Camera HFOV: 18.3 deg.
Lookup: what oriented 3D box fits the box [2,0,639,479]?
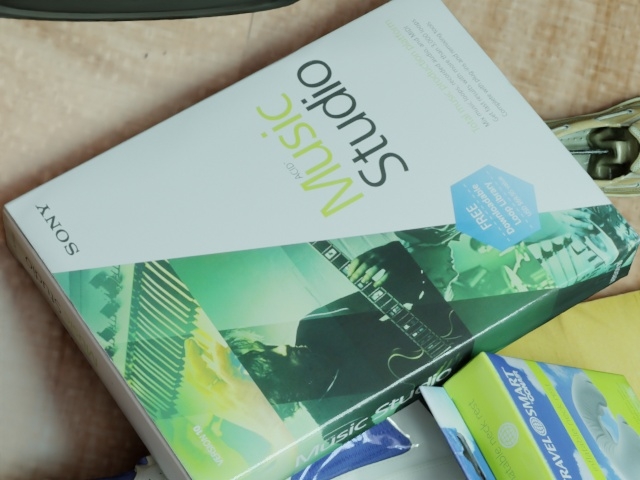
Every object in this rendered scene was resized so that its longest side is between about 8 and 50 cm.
[{"bbox_3d":[0.000,0.000,1.222,0.322,0.058,0.232,-30,66,-17],"label":"box"}]

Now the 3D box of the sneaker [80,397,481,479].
[{"bbox_3d":[-0.031,0.147,1.248,0.315,0.127,0.182,3,67,-7],"label":"sneaker"}]

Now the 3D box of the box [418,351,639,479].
[{"bbox_3d":[0.148,0.125,1.200,0.178,0.042,0.109,11,42,-48],"label":"box"}]

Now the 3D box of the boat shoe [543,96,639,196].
[{"bbox_3d":[0.206,-0.060,1.351,0.190,0.072,0.068,-13,95,-20],"label":"boat shoe"}]

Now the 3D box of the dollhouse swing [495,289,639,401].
[{"bbox_3d":[0.262,0.243,1.382,0.347,0.305,0.315,-12,136,-20],"label":"dollhouse swing"}]

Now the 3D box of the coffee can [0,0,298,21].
[{"bbox_3d":[-0.116,-0.274,1.162,0.201,0.201,0.275,-3,91,-20],"label":"coffee can"}]
